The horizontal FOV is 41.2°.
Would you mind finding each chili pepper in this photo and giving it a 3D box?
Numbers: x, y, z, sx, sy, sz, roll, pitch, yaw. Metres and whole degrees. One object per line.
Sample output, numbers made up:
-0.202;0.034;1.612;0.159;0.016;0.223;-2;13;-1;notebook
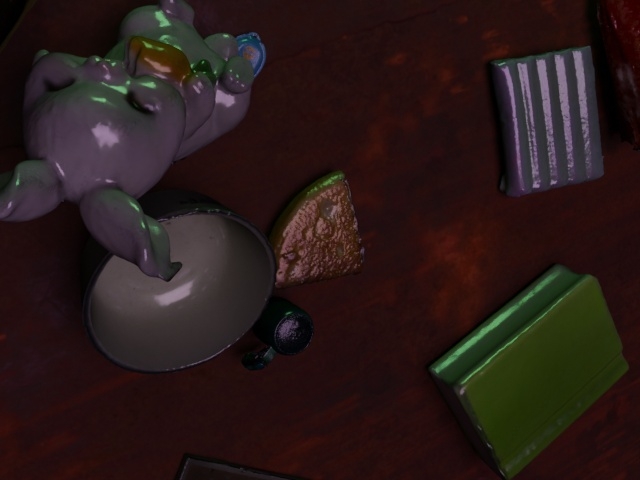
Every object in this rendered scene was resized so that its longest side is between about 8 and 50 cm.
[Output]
0.469;-0.265;1.213;0.144;0.136;0.252;-21;105;6;chili pepper

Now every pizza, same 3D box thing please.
0.000;0.000;1.053;0.131;0.041;0.178;21;91;-28;pizza

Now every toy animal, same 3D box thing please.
-0.180;-0.105;0.801;0.209;0.154;0.325;20;51;-14;toy animal

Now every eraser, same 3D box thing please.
0.309;0.192;1.239;0.274;0.092;0.210;-38;117;-17;eraser

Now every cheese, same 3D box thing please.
-0.096;-0.186;0.972;0.047;0.017;0.111;26;89;-27;cheese

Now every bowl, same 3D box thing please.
-0.164;0.031;0.914;0.211;0.112;0.211;-18;129;-23;bowl

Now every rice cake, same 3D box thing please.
0.318;-0.164;1.189;0.189;0.037;0.198;-13;108;-26;rice cake

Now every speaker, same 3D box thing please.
-0.054;0.119;1.032;0.060;0.075;0.094;26;89;-30;speaker

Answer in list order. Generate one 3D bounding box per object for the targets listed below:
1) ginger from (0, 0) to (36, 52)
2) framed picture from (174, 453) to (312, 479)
-0.411;-0.214;0.712;0.414;0.211;0.358;1;135;-26;ginger
-0.099;0.384;1.104;0.250;0.016;0.184;20;91;-31;framed picture
